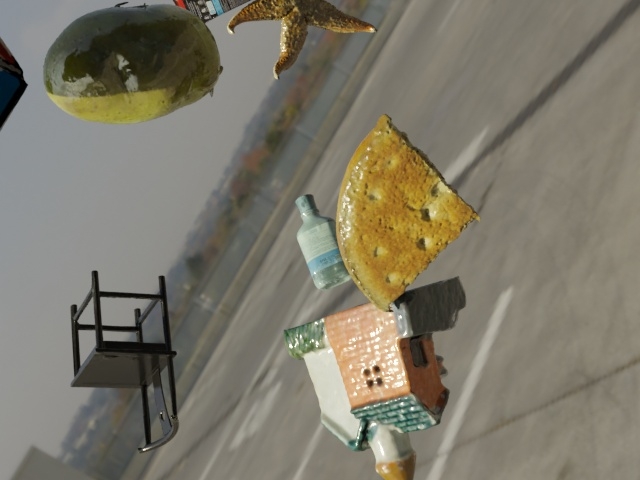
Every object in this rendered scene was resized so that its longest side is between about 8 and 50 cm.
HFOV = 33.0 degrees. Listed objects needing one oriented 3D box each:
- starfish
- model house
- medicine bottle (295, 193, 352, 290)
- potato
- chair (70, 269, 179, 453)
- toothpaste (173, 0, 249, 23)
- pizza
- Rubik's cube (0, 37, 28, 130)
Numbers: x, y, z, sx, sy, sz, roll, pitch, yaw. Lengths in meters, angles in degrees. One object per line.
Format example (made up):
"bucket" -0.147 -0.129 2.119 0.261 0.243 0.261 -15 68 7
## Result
"starfish" -0.036 -0.368 1.839 0.247 0.138 0.050 -28 19 -14
"model house" 0.112 0.228 1.656 0.271 0.300 0.190 -21 -11 39
"medicine bottle" 0.000 0.000 2.282 0.090 0.208 0.053 -25 -24 8
"potato" -0.266 -0.250 1.523 0.143 0.248 0.169 -87 -16 -85
"chair" -0.317 0.199 1.750 0.154 0.141 0.260 -48 45 49
"toothpaste" -0.142 -0.406 1.751 0.194 0.071 0.045 -24 40 -1
"pizza" 0.117 -0.038 1.480 0.058 0.197 0.292 -109 14 -64
"Rubik's cube" -0.524 -0.186 1.243 0.250 0.246 0.248 -23 29 12
